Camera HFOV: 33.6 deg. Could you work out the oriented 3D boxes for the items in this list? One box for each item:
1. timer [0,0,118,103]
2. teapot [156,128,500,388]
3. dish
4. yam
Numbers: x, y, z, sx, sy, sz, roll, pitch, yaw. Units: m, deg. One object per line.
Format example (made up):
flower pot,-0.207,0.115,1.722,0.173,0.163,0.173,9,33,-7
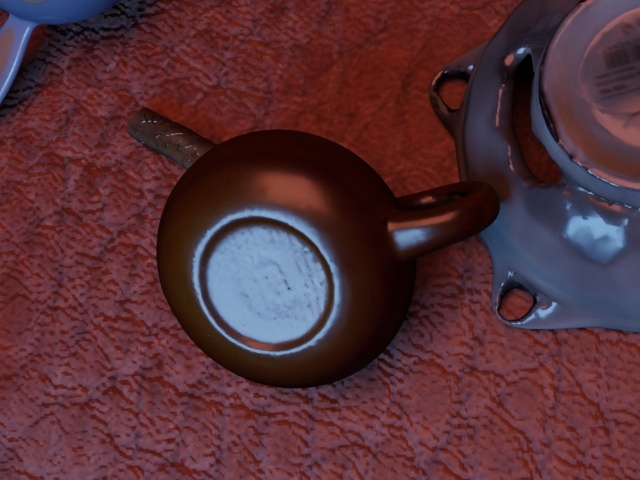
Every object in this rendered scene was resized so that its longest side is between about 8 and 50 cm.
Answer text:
timer,-0.252,-0.222,0.838,0.255,0.175,0.175,-35,69,6
teapot,0.000,0.000,0.722,0.252,0.135,0.178,-15,109,20
dish,0.213,-0.082,0.686,0.303,0.120,0.302,-4,74,14
yam,-0.088,-0.063,0.817,0.145,0.032,0.032,28,85,22
